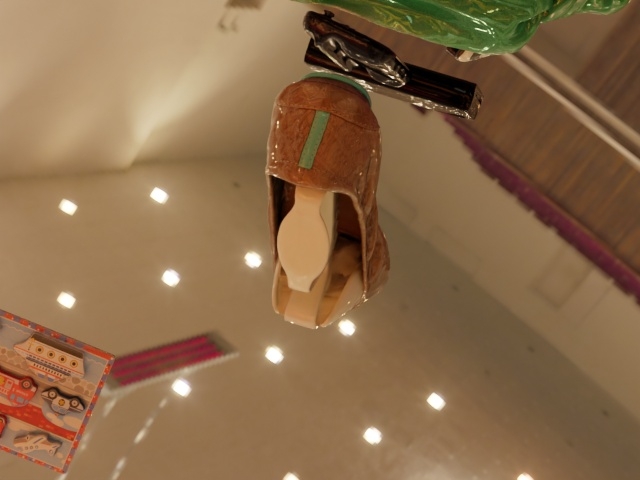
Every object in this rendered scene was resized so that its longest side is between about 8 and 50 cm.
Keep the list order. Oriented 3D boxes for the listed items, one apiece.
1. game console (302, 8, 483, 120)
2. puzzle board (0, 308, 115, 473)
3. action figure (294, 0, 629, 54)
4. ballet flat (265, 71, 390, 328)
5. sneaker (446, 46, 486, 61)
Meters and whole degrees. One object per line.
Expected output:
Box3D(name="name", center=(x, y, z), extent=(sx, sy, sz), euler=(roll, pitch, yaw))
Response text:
Box3D(name="game console", center=(0.073, -0.202, 1.409), extent=(0.213, 0.044, 0.361), euler=(18, -177, 11))
Box3D(name="puzzle board", center=(-0.226, 0.104, 0.883), extent=(0.128, 0.096, 0.011), euler=(23, -173, -6))
Box3D(name="action figure", center=(0.015, -0.135, 0.474), extent=(0.232, 0.137, 0.063), euler=(21, -167, -6))
Box3D(name="ballet flat", center=(0.000, 0.000, 1.060), extent=(0.116, 0.342, 0.124), euler=(14, -118, 8))
Box3D(name="sneaker", center=(0.061, -0.113, 0.518), extent=(0.083, 0.037, 0.032), euler=(68, 171, -30))
